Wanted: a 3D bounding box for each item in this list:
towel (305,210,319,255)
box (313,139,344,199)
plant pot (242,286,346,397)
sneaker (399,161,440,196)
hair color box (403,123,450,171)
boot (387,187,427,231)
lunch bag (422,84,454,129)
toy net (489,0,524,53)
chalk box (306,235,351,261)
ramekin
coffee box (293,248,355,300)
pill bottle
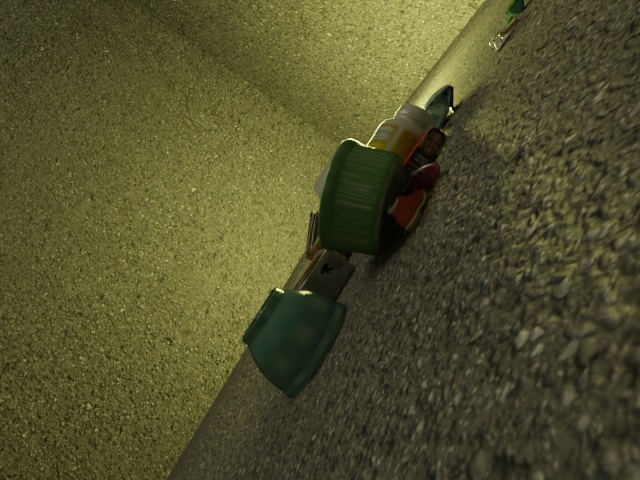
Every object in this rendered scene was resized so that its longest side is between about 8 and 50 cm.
[{"bbox_3d":[0.000,0.000,2.032,0.282,0.049,0.187,45,-128,-70],"label":"towel"},{"bbox_3d":[0.097,-0.190,1.778,0.232,0.058,0.322,-55,40,30],"label":"box"},{"bbox_3d":[-0.091,0.250,1.318,0.293,0.196,0.293,-55,5,7],"label":"plant pot"},{"bbox_3d":[0.267,-0.168,1.277,0.075,0.063,0.170,-66,4,-30],"label":"sneaker"},{"bbox_3d":[0.312,-0.264,1.417,0.141,0.072,0.043,-57,6,0],"label":"hair color box"},{"bbox_3d":[0.217,-0.096,1.202,0.059,0.084,0.158,-54,3,42],"label":"boot"},{"bbox_3d":[0.406,-0.459,1.636,0.129,0.096,0.151,-68,2,-68],"label":"lunch bag"},{"bbox_3d":[0.600,-0.700,1.578,0.232,0.045,0.122,-58,5,-19],"label":"toy net"},{"bbox_3d":[0.058,0.002,1.855,0.132,0.132,0.213,-52,6,44],"label":"chalk box"},{"bbox_3d":[0.116,-0.106,1.270,0.303,0.148,0.303,14,-90,-73],"label":"ramekin"},{"bbox_3d":[-0.027,0.183,1.575,0.297,0.119,0.168,-57,6,-9],"label":"coffee box"},{"bbox_3d":[0.231,-0.262,1.530,0.334,0.188,0.188,-57,5,-11],"label":"pill bottle"}]
